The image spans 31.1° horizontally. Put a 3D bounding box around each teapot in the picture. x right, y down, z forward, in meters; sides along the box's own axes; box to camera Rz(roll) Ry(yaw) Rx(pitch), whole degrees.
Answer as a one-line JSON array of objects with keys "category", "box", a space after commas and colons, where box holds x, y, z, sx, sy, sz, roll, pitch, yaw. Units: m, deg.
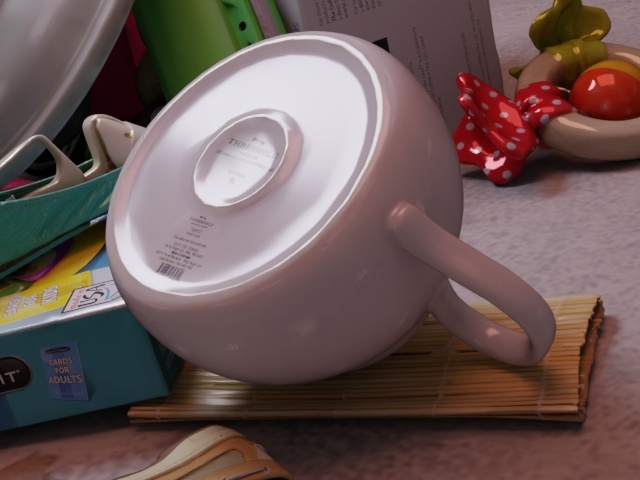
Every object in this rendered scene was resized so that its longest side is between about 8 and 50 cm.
[{"category": "teapot", "box": [0.000, 0.000, 0.764, 0.253, 0.187, 0.256, -27, 45, 17]}]

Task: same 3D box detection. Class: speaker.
[{"category": "speaker", "box": [-0.091, -0.163, 1.085, 0.131, 0.296, 0.131, -20, -12, -4]}]

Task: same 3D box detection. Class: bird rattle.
[{"category": "bird rattle", "box": [0.245, -0.142, 1.090, 0.207, 0.143, 0.253, 16, 36, 23]}]

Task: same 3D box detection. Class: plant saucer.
[{"category": "plant saucer", "box": [-0.318, -0.233, 1.123, 0.400, 0.100, 0.400, -29, 47, 37]}]

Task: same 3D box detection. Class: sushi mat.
[{"category": "sushi mat", "box": [0.031, 0.083, 0.796, 0.317, 0.019, 0.151, -4, 25, 23]}]

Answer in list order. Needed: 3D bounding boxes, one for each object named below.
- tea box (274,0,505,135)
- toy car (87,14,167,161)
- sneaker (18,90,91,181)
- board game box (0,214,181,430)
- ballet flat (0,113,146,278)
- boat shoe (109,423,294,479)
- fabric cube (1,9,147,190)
[{"category": "tea box", "box": [0.005, -0.270, 1.254, 0.220, 0.329, 0.323, -23, 24, -21]}, {"category": "toy car", "box": [-0.149, -0.157, 1.185, 0.155, 0.188, 0.149, 7, 3, -8]}, {"category": "sneaker", "box": [-0.294, -0.124, 1.238, 0.146, 0.122, 0.330, 26, -12, -32]}, {"category": "board game box", "box": [-0.265, 0.063, 0.913, 0.336, 0.079, 0.254, -13, 21, 9]}, {"category": "ballet flat", "box": [-0.186, -0.050, 0.901, 0.247, 0.087, 0.083, -28, 22, -29]}, {"category": "boat shoe", "box": [-0.088, 0.162, 0.619, 0.072, 0.068, 0.190, 18, 36, 34]}, {"category": "fabric cube", "box": [-0.322, -0.239, 1.466, 0.254, 0.259, 0.258, -9, 22, 9]}]
